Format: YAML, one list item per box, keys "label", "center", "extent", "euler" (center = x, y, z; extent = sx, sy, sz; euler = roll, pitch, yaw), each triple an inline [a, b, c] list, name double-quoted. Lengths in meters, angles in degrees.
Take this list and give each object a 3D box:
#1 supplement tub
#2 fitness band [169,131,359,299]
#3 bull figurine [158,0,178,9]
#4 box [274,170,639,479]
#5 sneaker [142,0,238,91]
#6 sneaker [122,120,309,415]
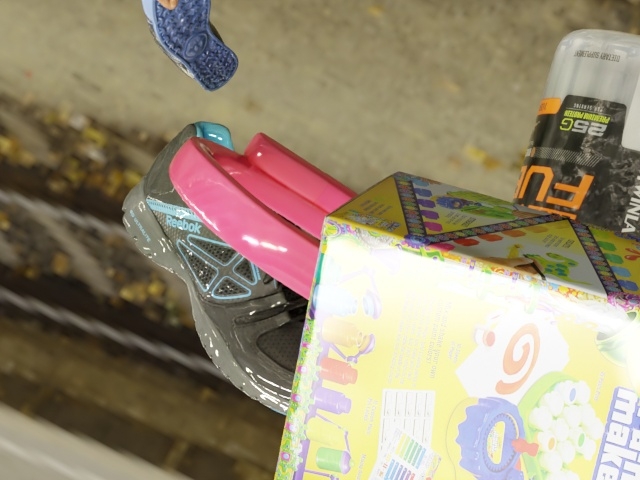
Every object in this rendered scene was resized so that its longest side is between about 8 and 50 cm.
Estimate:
- label: "supplement tub"
  center: [0.285, -0.018, 1.824]
  extent: [0.207, 0.338, 0.207]
  euler: [16, 177, 1]
- label: "fitness band"
  center: [0.000, 0.000, 1.625]
  extent: [0.291, 0.054, 0.209]
  euler: [31, -162, -17]
- label: "bull figurine"
  center: [-0.143, -0.352, 1.658]
  extent: [0.188, 0.101, 0.310]
  euler: [21, 130, 56]
- label: "box"
  center: [0.132, 0.134, 1.429]
  extent: [0.279, 0.290, 0.177]
  euler: [17, -162, 16]
- label: "sneaker"
  center: [-0.169, -0.258, 2.183]
  extent: [0.090, 0.081, 0.232]
  euler: [42, 170, 28]
- label: "sneaker"
  center: [-0.063, 0.032, 1.843]
  extent: [0.341, 0.125, 0.139]
  euler: [48, 125, 20]
